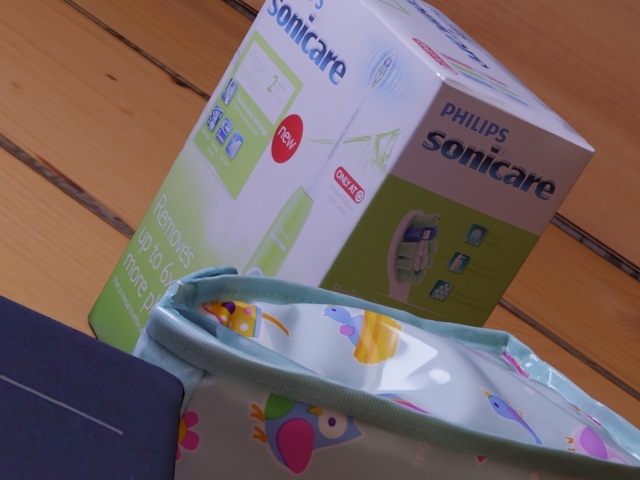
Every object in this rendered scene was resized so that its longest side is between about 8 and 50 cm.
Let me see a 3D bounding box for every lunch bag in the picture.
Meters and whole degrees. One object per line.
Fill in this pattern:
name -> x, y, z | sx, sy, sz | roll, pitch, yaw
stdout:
lunch bag -> -0.011, 0.136, 0.706 | 0.262, 0.223, 0.160 | 14, 17, -44

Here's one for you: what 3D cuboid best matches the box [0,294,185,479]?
box -> -0.221, 0.111, 0.309 | 0.343, 0.179, 0.312 | 26, 31, -19

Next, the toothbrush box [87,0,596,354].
toothbrush box -> 0.000, 0.000, 1.046 | 0.122, 0.283, 0.206 | 22, 19, -34
